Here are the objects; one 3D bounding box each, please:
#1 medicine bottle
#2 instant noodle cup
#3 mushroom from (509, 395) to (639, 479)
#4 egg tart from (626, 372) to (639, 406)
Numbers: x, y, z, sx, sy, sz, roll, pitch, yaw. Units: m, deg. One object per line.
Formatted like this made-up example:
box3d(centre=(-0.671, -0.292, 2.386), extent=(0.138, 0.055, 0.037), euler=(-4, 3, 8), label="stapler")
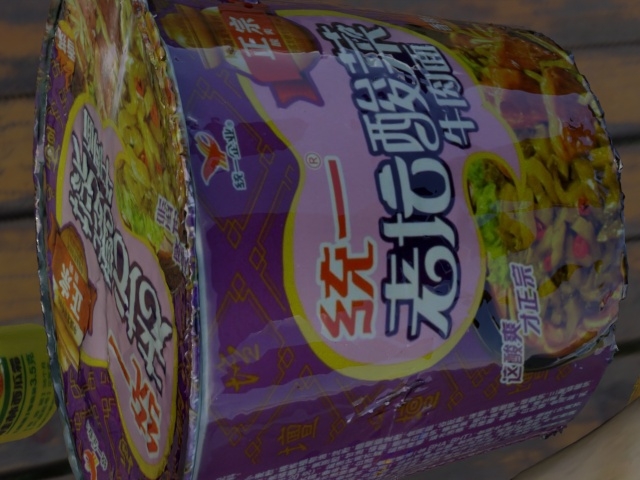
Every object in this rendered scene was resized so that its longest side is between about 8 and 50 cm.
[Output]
box3d(centre=(-0.319, 0.133, 1.397), extent=(0.309, 0.076, 0.111), euler=(-2, 101, -70), label="medicine bottle")
box3d(centre=(0.000, 0.000, 0.921), extent=(0.266, 0.340, 0.339), euler=(-5, 75, -21), label="instant noodle cup")
box3d(centre=(0.196, 0.034, 0.567), extent=(0.292, 0.290, 0.292), euler=(55, 15, -22), label="mushroom")
box3d(centre=(0.373, 0.157, 1.516), extent=(0.169, 0.388, 0.388), euler=(29, 57, 9), label="egg tart")
